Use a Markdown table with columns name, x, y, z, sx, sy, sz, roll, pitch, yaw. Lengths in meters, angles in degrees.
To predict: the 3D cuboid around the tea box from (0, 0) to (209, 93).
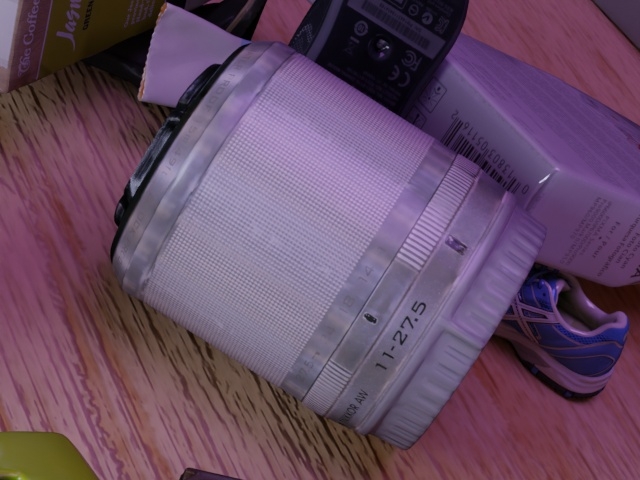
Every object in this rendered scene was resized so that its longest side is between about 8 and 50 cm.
| name | x | y | z | sx | sy | sz | roll | pitch | yaw |
| --- | --- | --- | --- | --- | --- | --- | --- | --- | --- |
| tea box | -0.266 | -0.320 | 1.345 | 0.329 | 0.220 | 0.323 | 29 | 33 | 19 |

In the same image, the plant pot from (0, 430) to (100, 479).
| name | x | y | z | sx | sy | sz | roll | pitch | yaw |
| --- | --- | --- | --- | --- | --- | --- | --- | --- | --- |
| plant pot | -0.207 | 0.232 | 0.788 | 0.207 | 0.228 | 0.227 | 12 | 22 | -37 |

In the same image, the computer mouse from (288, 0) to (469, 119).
| name | x | y | z | sx | sy | sz | roll | pitch | yaw |
| --- | --- | --- | --- | --- | --- | --- | --- | --- | --- |
| computer mouse | 0.018 | -0.148 | 1.401 | 0.188 | 0.272 | 0.072 | 35 | -2 | -23 |

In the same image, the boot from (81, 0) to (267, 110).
| name | x | y | z | sx | sy | sz | roll | pitch | yaw |
| --- | --- | --- | --- | --- | --- | --- | --- | --- | --- |
| boot | -0.130 | -0.198 | 1.482 | 0.137 | 0.077 | 0.198 | 25 | 38 | 0 |

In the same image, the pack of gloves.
| name | x | y | z | sx | sy | sz | roll | pitch | yaw |
| --- | --- | --- | --- | --- | --- | --- | --- | --- | --- |
| pack of gloves | -0.035 | -0.186 | 1.407 | 0.046 | 0.195 | 0.232 | 16 | 2 | 41 |

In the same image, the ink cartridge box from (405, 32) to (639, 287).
| name | x | y | z | sx | sy | sz | roll | pitch | yaw |
| --- | --- | --- | --- | --- | --- | --- | --- | --- | --- |
| ink cartridge box | 0.237 | -0.062 | 1.529 | 0.385 | 0.091 | 0.308 | 20 | 22 | -39 |

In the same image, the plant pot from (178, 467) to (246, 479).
| name | x | y | z | sx | sy | sz | roll | pitch | yaw |
| --- | --- | --- | --- | --- | --- | --- | --- | --- | --- |
| plant pot | -0.027 | 0.226 | 1.037 | 0.165 | 0.167 | 0.167 | 17 | 40 | -4 |

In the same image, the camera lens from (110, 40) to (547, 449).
| name | x | y | z | sx | sy | sz | roll | pitch | yaw |
| --- | --- | --- | --- | --- | --- | --- | --- | --- | --- |
| camera lens | 0.000 | 0.000 | 1.232 | 0.274 | 0.219 | 0.219 | 32 | 39 | 1 |

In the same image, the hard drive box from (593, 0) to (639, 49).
| name | x | y | z | sx | sy | sz | roll | pitch | yaw |
| --- | --- | --- | --- | --- | --- | --- | --- | --- | --- |
| hard drive box | 0.408 | -0.294 | 1.906 | 0.181 | 0.089 | 0.232 | -13 | 56 | -40 |

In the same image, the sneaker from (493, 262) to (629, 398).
| name | x | y | z | sx | sy | sz | roll | pitch | yaw |
| --- | --- | --- | --- | --- | --- | --- | --- | --- | --- |
| sneaker | 0.168 | 0.042 | 1.405 | 0.211 | 0.081 | 0.080 | 33 | 41 | 5 |
